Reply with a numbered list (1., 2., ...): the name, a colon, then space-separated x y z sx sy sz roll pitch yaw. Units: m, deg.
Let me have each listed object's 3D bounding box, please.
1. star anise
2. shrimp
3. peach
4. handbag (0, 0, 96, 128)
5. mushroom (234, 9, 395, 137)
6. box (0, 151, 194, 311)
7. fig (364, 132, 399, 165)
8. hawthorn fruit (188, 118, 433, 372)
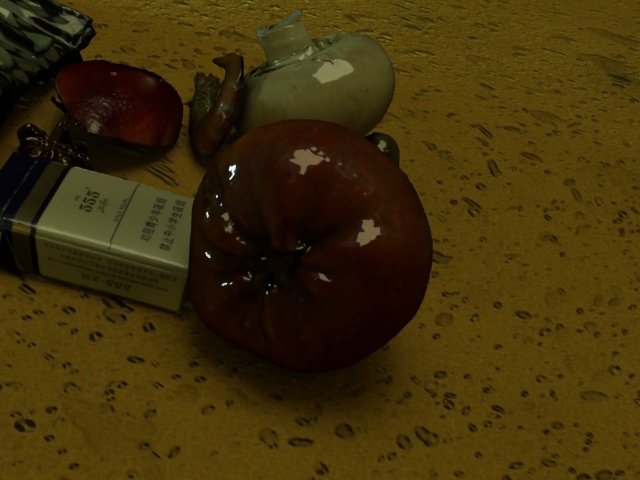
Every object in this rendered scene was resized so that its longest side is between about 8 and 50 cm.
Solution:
1. star anise: -0.351 -0.134 1.512 0.097 0.070 0.191 0 32 -21
2. shrimp: -0.153 -0.208 1.661 0.068 0.150 0.249 24 13 -22
3. peach: -0.276 -0.203 1.593 0.189 0.068 0.279 27 18 -6
4. handbag: -0.510 -0.272 1.581 0.316 0.180 0.416 23 25 -4
5. mushroom: -0.022 -0.225 1.650 0.246 0.202 0.246 -26 15 7
6. box: -0.268 -0.014 1.348 0.259 0.071 0.168 14 31 -2
7. fig: 0.082 -0.105 1.658 0.082 0.098 0.084 -13 59 23
8. hawthorn fruit: 0.000 0.000 1.276 0.277 0.277 0.298 28 24 20
